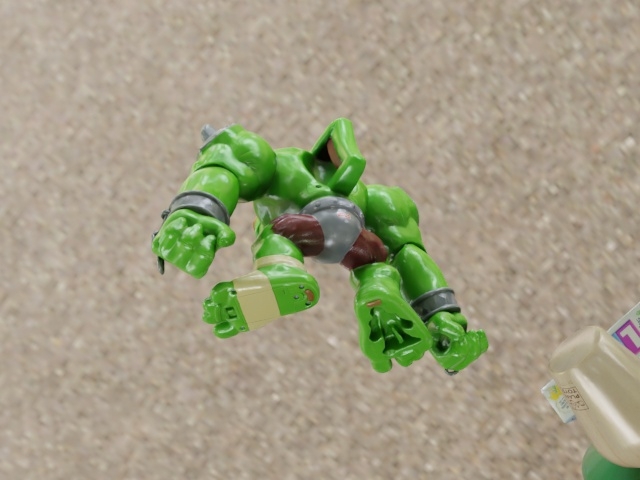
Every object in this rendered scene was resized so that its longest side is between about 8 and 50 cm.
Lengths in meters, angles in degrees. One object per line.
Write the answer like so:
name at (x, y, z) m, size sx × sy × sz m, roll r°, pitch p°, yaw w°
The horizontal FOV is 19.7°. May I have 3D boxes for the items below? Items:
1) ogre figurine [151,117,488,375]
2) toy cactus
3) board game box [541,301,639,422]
ogre figurine at (0.000, 0.000, 1.010) m, size 0.197 × 0.097 × 0.118 m, roll 6°, pitch 45°, yaw -12°
toy cactus at (0.174, 0.123, 0.930) m, size 0.112 × 0.180 × 0.219 m, roll -46°, pitch 17°, yaw -12°
board game box at (0.214, 0.061, 1.138) m, size 0.103 × 0.154 × 0.026 m, roll -47°, pitch 68°, yaw 31°
